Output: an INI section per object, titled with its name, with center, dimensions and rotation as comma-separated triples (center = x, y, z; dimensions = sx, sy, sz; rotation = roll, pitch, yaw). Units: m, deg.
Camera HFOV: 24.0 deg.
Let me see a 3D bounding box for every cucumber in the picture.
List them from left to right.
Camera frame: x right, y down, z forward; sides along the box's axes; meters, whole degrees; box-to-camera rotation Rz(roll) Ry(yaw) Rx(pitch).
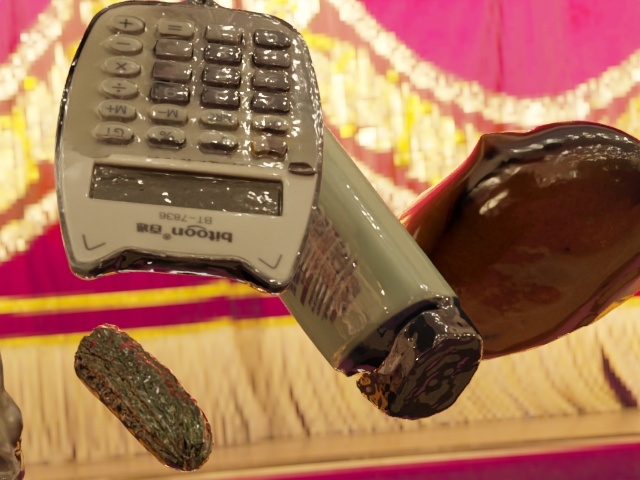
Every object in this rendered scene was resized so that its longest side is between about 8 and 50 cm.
[cucumber]
center = -0.176, 0.159, 1.540
dimensions = 0.077, 0.077, 0.265
rotation = -3, 22, -36

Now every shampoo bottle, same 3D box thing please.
[shampoo bottle]
center = 0.000, 0.000, 1.240
dimensions = 0.078, 0.359, 0.134
rotation = -1, -47, -39

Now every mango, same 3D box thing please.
[mango]
center = 0.182, -0.001, 1.312
dimensions = 0.287, 0.201, 0.152
rotation = -39, 12, 27

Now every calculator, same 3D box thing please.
[calculator]
center = -0.086, -0.073, 1.007
dimensions = 0.177, 0.268, 0.040
rotation = 6, -37, -6

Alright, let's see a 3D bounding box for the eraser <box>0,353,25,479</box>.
[eraser]
center = -0.258, 0.080, 0.682
dimensions = 0.101, 0.155, 0.332
rotation = -24, 1, -40
